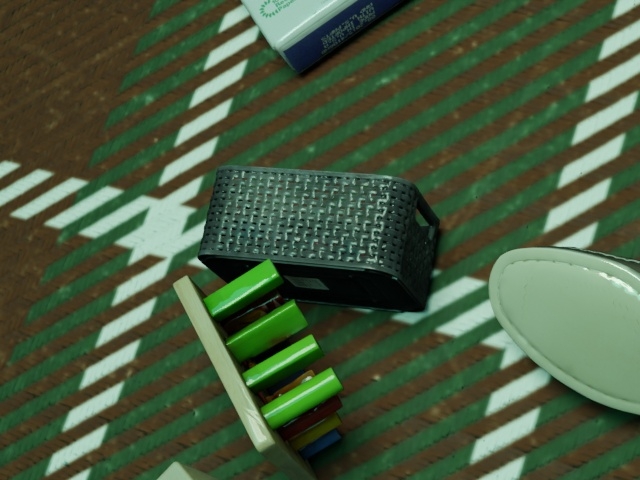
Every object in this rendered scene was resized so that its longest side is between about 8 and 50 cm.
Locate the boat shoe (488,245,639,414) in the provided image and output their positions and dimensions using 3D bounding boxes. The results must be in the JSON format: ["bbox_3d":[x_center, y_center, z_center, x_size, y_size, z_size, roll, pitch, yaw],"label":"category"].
[{"bbox_3d":[0.289,0.076,1.032,0.324,0.097,0.116,20,119,28],"label":"boat shoe"}]

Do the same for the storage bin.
[{"bbox_3d":[0.000,0.000,1.146,0.180,0.122,0.084,4,72,21],"label":"storage bin"}]

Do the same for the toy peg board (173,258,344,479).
[{"bbox_3d":[-0.031,0.105,1.100,0.079,0.160,0.161,-30,64,1],"label":"toy peg board"}]

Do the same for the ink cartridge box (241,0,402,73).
[{"bbox_3d":[0.025,-0.375,1.306,0.324,0.071,0.330,-34,60,6],"label":"ink cartridge box"}]

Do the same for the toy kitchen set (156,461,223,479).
[{"bbox_3d":[-0.087,0.313,1.063,0.166,0.122,0.207,-46,63,-1],"label":"toy kitchen set"}]
